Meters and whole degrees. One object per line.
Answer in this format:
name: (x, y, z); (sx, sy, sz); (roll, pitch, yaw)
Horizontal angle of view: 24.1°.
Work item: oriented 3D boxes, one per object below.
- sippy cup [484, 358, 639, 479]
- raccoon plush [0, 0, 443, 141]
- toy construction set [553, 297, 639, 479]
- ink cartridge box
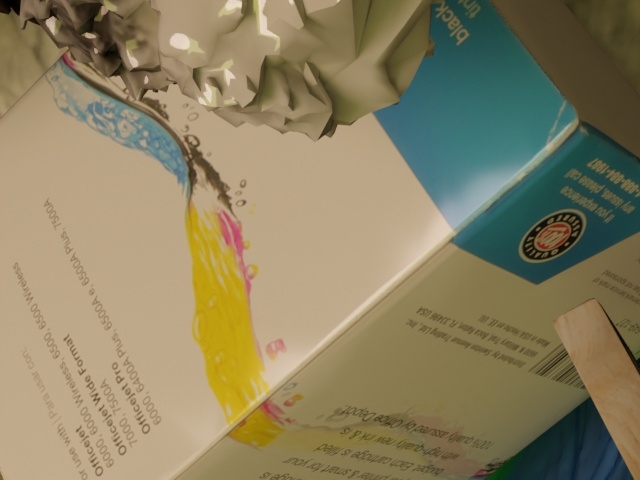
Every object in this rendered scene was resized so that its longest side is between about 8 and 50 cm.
sippy cup: (0.177, 0.176, 0.615); (0.224, 0.240, 0.305); (28, 145, -3)
raccoon plush: (-0.148, -0.086, 0.520); (0.446, 0.299, 0.216); (39, 88, 23)
toy construction set: (0.200, 0.092, 0.415); (0.237, 0.257, 0.308); (-30, 82, 2)
ink cartridge box: (0.000, 0.000, 0.552); (0.233, 0.171, 0.168); (-42, 58, 17)
